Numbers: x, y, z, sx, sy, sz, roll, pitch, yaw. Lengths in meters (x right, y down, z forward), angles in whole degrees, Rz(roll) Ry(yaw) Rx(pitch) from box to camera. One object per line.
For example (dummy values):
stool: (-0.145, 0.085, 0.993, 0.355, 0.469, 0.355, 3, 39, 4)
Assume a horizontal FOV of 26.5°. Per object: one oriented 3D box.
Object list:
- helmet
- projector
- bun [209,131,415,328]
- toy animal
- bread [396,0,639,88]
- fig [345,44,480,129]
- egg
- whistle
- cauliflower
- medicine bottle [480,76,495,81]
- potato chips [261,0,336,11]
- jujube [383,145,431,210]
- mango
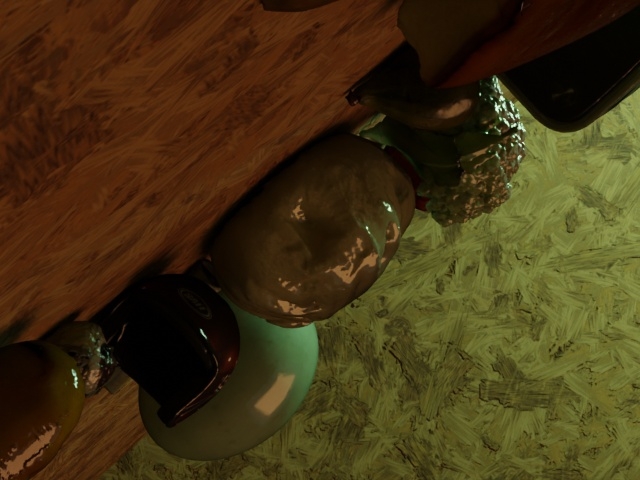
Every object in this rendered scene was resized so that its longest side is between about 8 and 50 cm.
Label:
helmet: (-0.210, 0.146, 1.897, 0.193, 0.189, 0.216, -39, 167, -42)
projector: (0.386, -0.325, 1.953, 0.248, 0.248, 0.249, -45, 173, 31)
bun: (0.000, 0.000, 2.065, 0.359, 0.211, 0.360, -42, 175, -4)
toy animal: (-0.326, 0.164, 1.736, 0.137, 0.098, 0.098, -38, 174, -25)
bread: (0.283, -0.329, 1.524, 0.333, 0.143, 0.323, -25, 168, -28)
fig: (0.127, -0.217, 1.881, 0.184, 0.133, 0.126, -4, -166, 3)
egg: (-0.167, 0.238, 2.435, 0.389, 0.276, 0.276, -41, 175, 24)
whistle: (-0.273, 0.151, 2.185, 0.326, 0.057, 0.068, -43, 171, 25)
cauliflower: (0.184, -0.166, 2.144, 0.256, 0.315, 0.239, 43, 69, -44)
medicine bottle: (0.249, -0.288, 2.173, 0.083, 0.083, 0.203, -39, 175, -19)
potato chips: (0.030, -0.250, 1.184, 0.201, 0.049, 0.150, -27, 161, -44)
jujube: (0.200, -0.146, 2.500, 0.174, 0.174, 0.250, -39, 177, -23)
mango: (-0.368, 0.213, 1.527, 0.156, 0.151, 0.248, -1, -153, 39)
